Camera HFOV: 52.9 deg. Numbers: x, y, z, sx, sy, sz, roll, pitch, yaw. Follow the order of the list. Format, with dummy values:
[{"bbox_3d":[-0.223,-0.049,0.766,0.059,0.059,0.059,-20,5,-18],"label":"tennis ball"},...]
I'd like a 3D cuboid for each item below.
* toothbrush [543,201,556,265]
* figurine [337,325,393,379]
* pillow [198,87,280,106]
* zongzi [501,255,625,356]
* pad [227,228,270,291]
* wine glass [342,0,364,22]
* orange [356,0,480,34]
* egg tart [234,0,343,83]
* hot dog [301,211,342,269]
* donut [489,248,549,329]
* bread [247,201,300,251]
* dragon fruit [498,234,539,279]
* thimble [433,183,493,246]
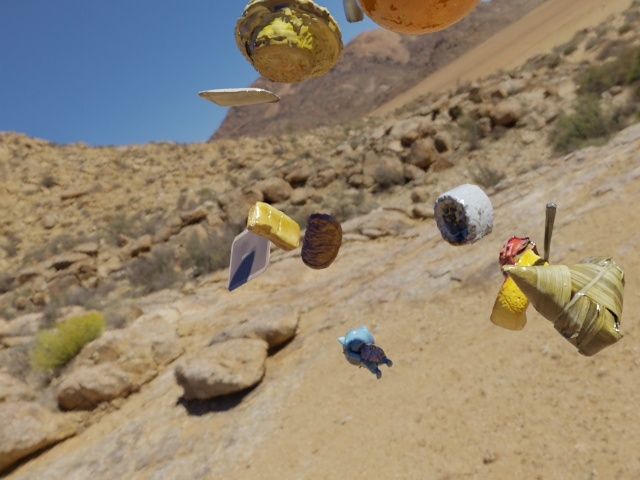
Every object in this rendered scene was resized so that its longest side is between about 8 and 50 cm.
[{"bbox_3d":[0.653,0.000,1.851,0.030,0.297,0.031,17,54,27],"label":"toothbrush"},{"bbox_3d":[0.136,0.342,1.890,0.114,0.145,0.178,-36,42,-14],"label":"figurine"},{"bbox_3d":[-0.238,-0.419,1.878,0.232,0.038,0.130,2,-4,23],"label":"pillow"},{"bbox_3d":[0.557,0.084,1.478,0.134,0.288,0.286,-57,-3,40],"label":"zongzi"},{"bbox_3d":[-0.204,0.037,1.834,0.266,0.002,0.176,-30,50,52],"label":"pad"},{"bbox_3d":[0.081,-0.709,1.786,0.066,0.198,0.066,-9,33,6],"label":"wine glass"},{"bbox_3d":[0.196,-0.567,1.273,0.312,0.312,0.312,-35,6,4],"label":"orange"},{"bbox_3d":[-0.071,-0.409,1.356,0.241,0.241,0.106,-28,43,51],"label":"egg tart"},{"bbox_3d":[0.001,0.001,1.608,0.099,0.147,0.065,14,19,16],"label":"hot dog"},{"bbox_3d":[0.573,0.163,1.885,0.152,0.101,0.259,-9,-56,-55],"label":"donut"},{"bbox_3d":[-0.102,-0.030,1.422,0.053,0.132,0.074,-27,42,41],"label":"bread"},{"bbox_3d":[0.714,0.097,2.309,0.162,0.262,0.189,6,50,33],"label":"dragon fruit"},{"bbox_3d":[0.382,-0.068,1.708,0.117,0.152,0.127,-26,16,-37],"label":"thimble"}]
